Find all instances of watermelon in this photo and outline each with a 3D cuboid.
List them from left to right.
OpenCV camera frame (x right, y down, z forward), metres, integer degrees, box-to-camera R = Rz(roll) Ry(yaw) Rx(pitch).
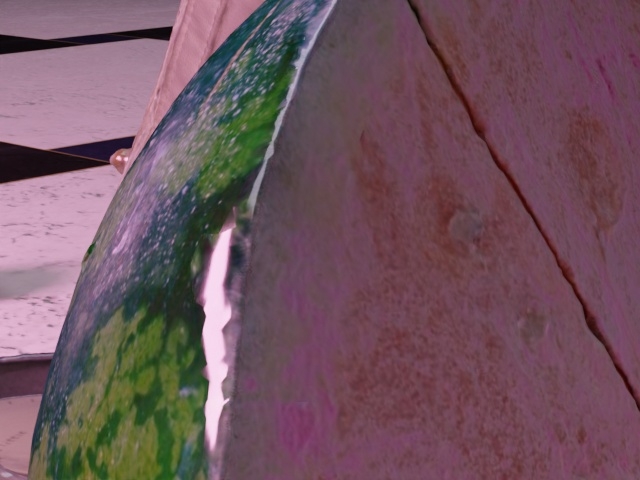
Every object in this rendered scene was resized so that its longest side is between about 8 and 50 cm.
[{"bbox_3d":[0.011,0.027,0.573,0.292,0.319,0.222,15,-25,-39],"label":"watermelon"}]

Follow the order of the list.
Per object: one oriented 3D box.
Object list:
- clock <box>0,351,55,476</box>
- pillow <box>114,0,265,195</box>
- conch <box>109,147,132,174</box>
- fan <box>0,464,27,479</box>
[{"bbox_3d":[-0.105,0.096,0.667,0.226,0.049,0.226,1,13,0],"label":"clock"},{"bbox_3d":[0.040,-0.069,0.758,0.255,0.322,0.119,3,37,-27],"label":"pillow"},{"bbox_3d":[-0.012,0.005,0.957,0.234,0.114,0.137,32,8,-30],"label":"conch"},{"bbox_3d":[-0.005,0.120,0.495,0.335,0.011,0.229,22,16,27],"label":"fan"}]
